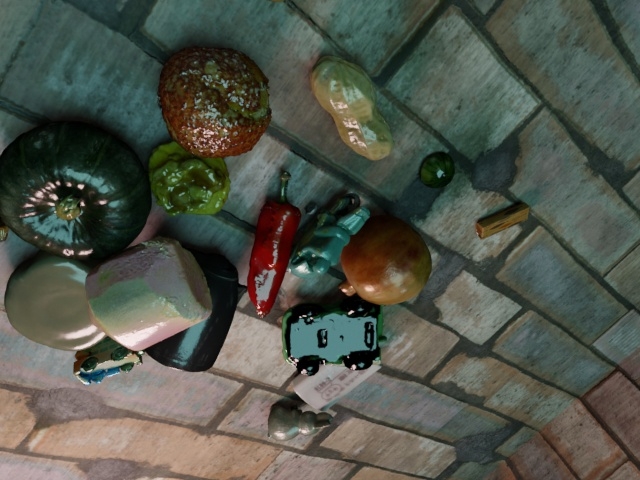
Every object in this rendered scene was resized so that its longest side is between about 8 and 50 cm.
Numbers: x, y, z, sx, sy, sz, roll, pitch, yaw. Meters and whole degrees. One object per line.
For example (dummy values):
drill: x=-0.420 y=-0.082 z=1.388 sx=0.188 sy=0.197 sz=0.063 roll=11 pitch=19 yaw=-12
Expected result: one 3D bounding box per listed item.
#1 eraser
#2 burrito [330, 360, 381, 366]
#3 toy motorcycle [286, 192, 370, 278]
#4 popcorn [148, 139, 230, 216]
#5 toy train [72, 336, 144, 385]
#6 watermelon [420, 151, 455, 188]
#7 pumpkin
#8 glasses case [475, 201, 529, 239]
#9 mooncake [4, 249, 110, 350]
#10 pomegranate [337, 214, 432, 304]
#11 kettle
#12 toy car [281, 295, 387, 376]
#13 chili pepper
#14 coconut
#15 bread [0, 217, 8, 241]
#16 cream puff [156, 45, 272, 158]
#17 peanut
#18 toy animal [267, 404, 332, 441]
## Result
eraser: x=0.058 y=0.459 z=1.668 sx=0.270 sy=0.094 sz=0.174 roll=-41 pitch=121 yaw=8
burrito: x=0.102 y=0.379 z=1.567 sx=0.188 sy=0.058 sz=0.045 roll=-1 pitch=129 yaw=-2
toy motorcycle: x=0.001 y=-0.001 z=1.266 sx=0.296 sy=0.198 sz=0.109 roll=-45 pitch=122 yaw=11
popcorn: x=-0.294 y=-0.130 z=1.092 sx=0.198 sy=0.155 sz=0.197 roll=-11 pitch=139 yaw=-10
toy train: x=-0.576 y=0.320 z=1.325 sx=0.188 sy=0.099 sz=0.072 roll=-20 pitch=130 yaw=-9
watermelon: x=0.334 y=-0.189 z=1.348 sx=0.106 sy=0.062 sz=0.105 roll=-12 pitch=124 yaw=-19
pumpkin: x=-0.501 y=-0.091 z=0.996 sx=0.300 sy=0.207 sz=0.300 roll=-8 pitch=127 yaw=-11
glasses case: x=0.580 y=-0.065 z=1.543 sx=0.170 sy=0.041 sz=0.064 roll=-24 pitch=139 yaw=-5
mooncake: x=-0.605 y=0.131 z=1.163 sx=0.275 sy=0.135 sz=0.274 roll=-8 pitch=122 yaw=-14
pomegranate: x=0.165 y=0.065 z=1.344 sx=0.270 sy=0.252 sz=0.229 roll=-40 pitch=148 yaw=6
kettle: x=-0.344 y=0.155 z=1.249 sx=0.268 sy=0.207 sz=0.290 roll=23 pitch=103 yaw=-17
toy car: x=0.056 y=0.278 z=1.490 sx=0.359 sy=0.176 sz=0.213 roll=-4 pitch=98 yaw=-10
chili pepper: x=-0.122 y=0.014 z=1.244 sx=0.110 sy=0.110 sz=0.387 roll=11 pitch=95 yaw=-27
coconut: x=-0.389 y=0.119 z=1.062 sx=0.245 sy=0.233 sz=0.233 roll=-23 pitch=128 yaw=1
bread: x=-0.720 y=-0.019 z=1.045 sx=0.085 sy=0.085 sz=0.053 roll=4 pitch=113 yaw=-23
cream puff: x=-0.204 y=-0.284 z=0.984 sx=0.240 sy=0.164 sz=0.239 roll=6 pitch=80 yaw=-35
peanut: x=0.082 y=-0.304 z=1.132 sx=0.130 sy=0.130 sz=0.290 roll=-35 pitch=128 yaw=4
toy animal: x=-0.068 y=0.644 z=1.683 sx=0.237 sy=0.138 sz=0.108 roll=4 pitch=137 yaw=21
